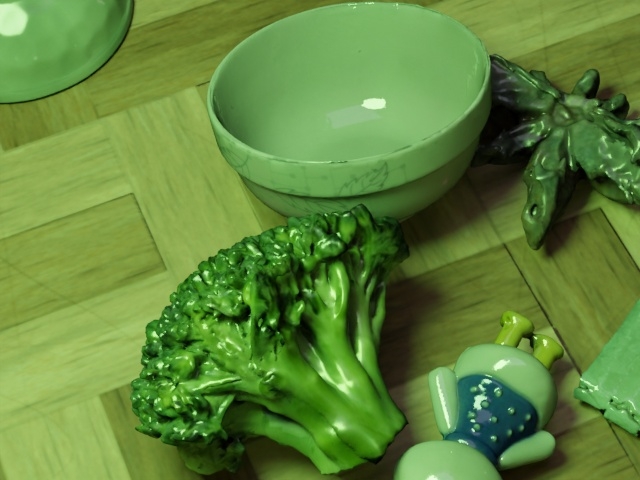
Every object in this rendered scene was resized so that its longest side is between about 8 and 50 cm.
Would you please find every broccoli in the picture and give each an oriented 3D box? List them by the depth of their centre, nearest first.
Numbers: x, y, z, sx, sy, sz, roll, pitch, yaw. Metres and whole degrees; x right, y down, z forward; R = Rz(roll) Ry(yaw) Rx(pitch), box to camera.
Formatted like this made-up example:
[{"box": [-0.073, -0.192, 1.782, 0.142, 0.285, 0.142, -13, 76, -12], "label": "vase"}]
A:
[{"box": [-0.024, 0.110, 1.579, 0.288, 0.248, 0.245, -36, 83, 14], "label": "broccoli"}]

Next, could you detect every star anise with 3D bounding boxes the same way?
[{"box": [0.253, -0.108, 1.766, 0.198, 0.110, 0.257, -17, 50, -8], "label": "star anise"}]

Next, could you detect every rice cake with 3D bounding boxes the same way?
[{"box": [0.349, 0.104, 1.655, 0.124, 0.038, 0.211, 27, 62, 20], "label": "rice cake"}]

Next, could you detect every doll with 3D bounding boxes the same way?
[{"box": [0.142, 0.193, 1.567, 0.138, 0.119, 0.293, 34, 56, -4], "label": "doll"}]

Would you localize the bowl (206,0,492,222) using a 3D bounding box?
[{"box": [0.037, -0.111, 1.735, 0.287, 0.143, 0.287, -7, 39, 6], "label": "bowl"}]

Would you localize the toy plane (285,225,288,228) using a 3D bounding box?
[{"box": [0.000, 0.000, 1.751, 0.083, 0.031, 0.078, 10, 56, 10], "label": "toy plane"}]

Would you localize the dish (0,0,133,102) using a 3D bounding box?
[{"box": [-0.358, -0.299, 1.927, 0.303, 0.120, 0.303, -1, 56, 2], "label": "dish"}]
